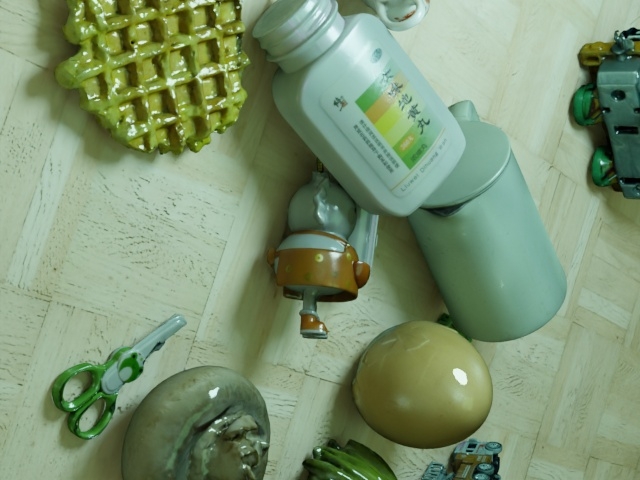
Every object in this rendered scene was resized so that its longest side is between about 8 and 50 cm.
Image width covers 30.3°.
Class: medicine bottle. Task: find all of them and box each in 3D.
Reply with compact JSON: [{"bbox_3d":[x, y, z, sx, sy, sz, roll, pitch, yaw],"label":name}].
[{"bbox_3d":[0.047,-0.194,1.604,0.179,0.124,0.324,-48,114,-17],"label":"medicine bottle"}]

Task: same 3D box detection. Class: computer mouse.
[{"bbox_3d":[0.062,-0.035,1.753,0.102,0.045,0.199,-43,140,-77],"label":"computer mouse"}]

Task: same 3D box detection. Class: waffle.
[{"bbox_3d":[-0.186,-0.258,1.429,0.307,0.060,0.312,22,85,-50],"label":"waffle"}]

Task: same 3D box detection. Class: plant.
[{"bbox_3d":[0.104,0.438,1.761,0.251,0.333,0.180,-22,132,-57],"label":"plant"}]

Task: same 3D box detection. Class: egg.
[{"bbox_3d":[0.163,0.226,1.830,0.201,0.244,0.201,-8,104,-33],"label":"egg"}]

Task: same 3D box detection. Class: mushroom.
[{"bbox_3d":[-0.149,0.277,1.528,0.226,0.178,0.226,-32,132,-44],"label":"mushroom"}]

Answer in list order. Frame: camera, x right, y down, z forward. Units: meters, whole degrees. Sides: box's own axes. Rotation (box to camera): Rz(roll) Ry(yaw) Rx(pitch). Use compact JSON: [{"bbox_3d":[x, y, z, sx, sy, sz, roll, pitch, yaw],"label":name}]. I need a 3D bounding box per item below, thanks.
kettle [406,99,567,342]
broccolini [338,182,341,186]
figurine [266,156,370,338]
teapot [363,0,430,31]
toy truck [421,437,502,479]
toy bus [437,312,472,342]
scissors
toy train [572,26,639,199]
[{"bbox_3d":[0.270,-0.033,1.901,0.265,0.205,0.318,-50,130,-24],"label":"kettle"},{"bbox_3d":[0.059,-0.178,1.739,0.051,0.054,0.239,17,90,-14],"label":"broccolini"},{"bbox_3d":[-0.009,0.003,1.662,0.143,0.143,0.271,3,71,-49],"label":"figurine"},{"bbox_3d":[0.103,-0.372,1.658,0.159,0.116,0.245,68,10,-52],"label":"teapot"},{"bbox_3d":[0.253,0.415,2.078,0.178,0.115,0.080,-39,130,-64],"label":"toy truck"},{"bbox_3d":[0.232,0.159,2.038,0.037,0.031,0.083,-54,135,-14],"label":"toy bus"},{"bbox_3d":[-0.248,0.158,1.495,0.204,0.027,0.101,-43,132,-30],"label":"scissors"},{"bbox_3d":[0.628,-0.249,2.273,0.249,0.178,0.429,-56,137,-36],"label":"toy train"}]
